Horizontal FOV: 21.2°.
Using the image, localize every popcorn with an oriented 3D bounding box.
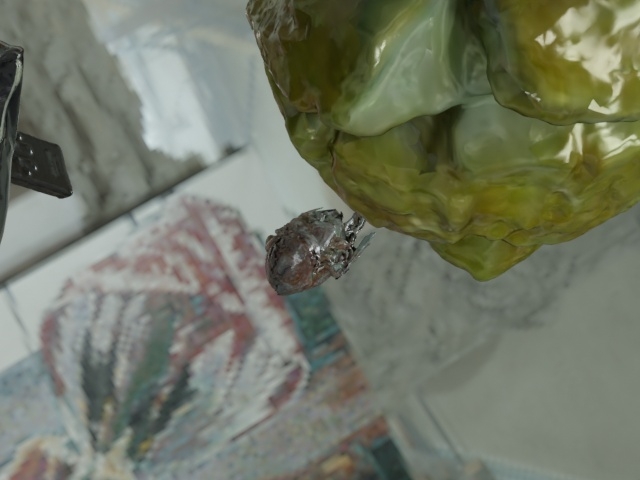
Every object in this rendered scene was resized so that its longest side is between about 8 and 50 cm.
[{"bbox_3d":[0.090,-0.128,0.945,0.276,0.276,0.225,54,-19,15],"label":"popcorn"}]

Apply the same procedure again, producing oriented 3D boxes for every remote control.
[{"bbox_3d":[-0.308,-0.085,1.413,0.245,0.025,0.063,19,35,-43],"label":"remote control"}]

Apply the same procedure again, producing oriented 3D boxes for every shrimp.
[{"bbox_3d":[0.000,0.001,1.497,0.075,0.190,0.073,42,-64,13],"label":"shrimp"}]

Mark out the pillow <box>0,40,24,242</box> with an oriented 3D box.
[{"bbox_3d":[-0.203,-0.060,0.896,0.208,0.055,0.141,39,-60,55],"label":"pillow"}]
